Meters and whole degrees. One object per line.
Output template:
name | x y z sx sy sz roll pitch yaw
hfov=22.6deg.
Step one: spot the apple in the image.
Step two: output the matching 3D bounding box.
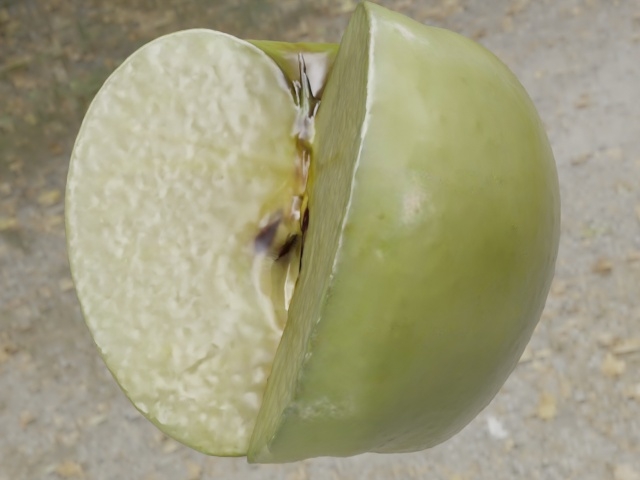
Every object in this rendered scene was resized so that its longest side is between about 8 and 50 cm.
apple | 0.011 0.001 0.962 0.233 0.258 0.295 3 -4 -43
